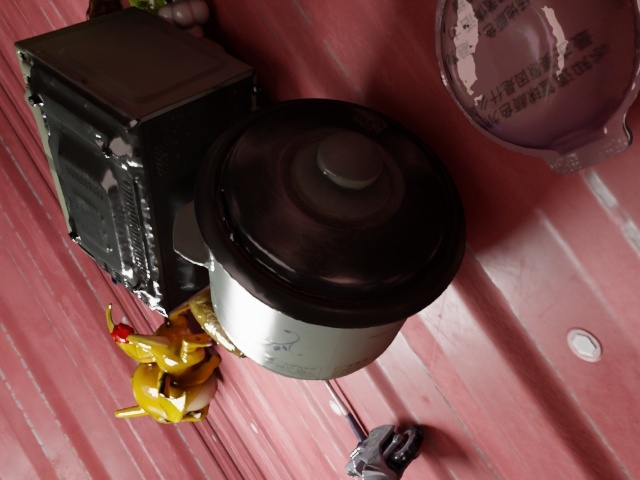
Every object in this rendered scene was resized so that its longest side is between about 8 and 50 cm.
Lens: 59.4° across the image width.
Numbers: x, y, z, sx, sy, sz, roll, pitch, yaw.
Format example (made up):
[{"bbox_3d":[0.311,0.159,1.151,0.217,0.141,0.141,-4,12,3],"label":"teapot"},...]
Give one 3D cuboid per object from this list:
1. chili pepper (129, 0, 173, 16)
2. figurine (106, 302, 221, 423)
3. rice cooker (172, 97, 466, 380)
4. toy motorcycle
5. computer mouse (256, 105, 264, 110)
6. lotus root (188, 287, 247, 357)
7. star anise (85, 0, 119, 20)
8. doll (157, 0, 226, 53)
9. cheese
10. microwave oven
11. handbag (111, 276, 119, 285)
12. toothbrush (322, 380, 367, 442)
[{"bbox_3d":[-0.271,-0.387,0.870,0.072,0.073,0.204,-28,101,48],"label":"chili pepper"},{"bbox_3d":[-0.464,0.367,1.665,0.400,0.268,0.387,34,130,20],"label":"figurine"},{"bbox_3d":[0.000,0.000,0.603,0.317,0.316,0.264,115,159,-56],"label":"rice cooker"},{"bbox_3d":[0.098,0.369,0.928,0.080,0.122,0.215,42,150,0],"label":"toy motorcycle"},{"bbox_3d":[-0.064,-0.103,0.830,0.102,0.044,0.199,31,138,38],"label":"computer mouse"},{"bbox_3d":[-0.204,0.140,1.189,0.260,0.128,0.145,47,158,24],"label":"lotus root"},{"bbox_3d":[-0.403,-0.366,1.072,0.196,0.111,0.212,45,140,9],"label":"star anise"},{"bbox_3d":[-0.186,-0.283,0.835,0.106,0.062,0.163,0,122,25],"label":"doll"},{"bbox_3d":[0.136,-0.182,0.417,0.286,0.074,0.189,62,151,3],"label":"cheese"},{"bbox_3d":[-0.256,-0.104,0.819,0.286,0.218,0.355,34,140,24],"label":"microwave oven"},{"bbox_3d":[-0.524,-0.051,1.475,0.326,0.118,0.269,-53,50,56],"label":"handbag"},{"bbox_3d":[0.064,0.348,1.067,0.026,0.024,0.288,-31,88,47],"label":"toothbrush"}]
